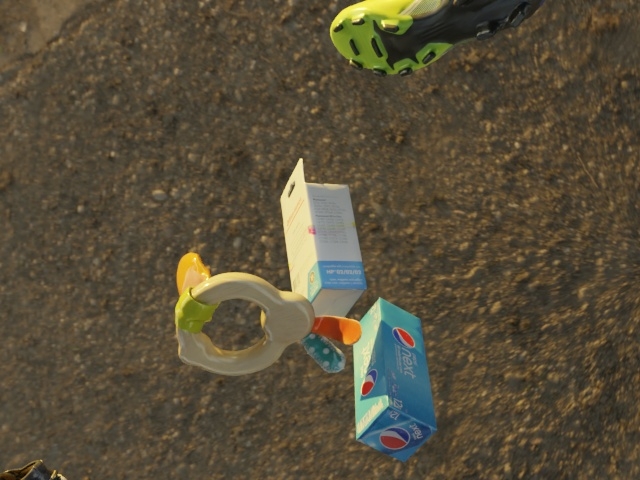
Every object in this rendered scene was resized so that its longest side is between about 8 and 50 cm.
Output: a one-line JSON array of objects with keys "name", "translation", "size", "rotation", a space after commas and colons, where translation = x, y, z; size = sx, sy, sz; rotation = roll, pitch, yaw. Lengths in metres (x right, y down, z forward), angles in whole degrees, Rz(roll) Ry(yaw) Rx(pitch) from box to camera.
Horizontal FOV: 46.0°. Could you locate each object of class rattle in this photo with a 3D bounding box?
[{"name": "rattle", "translation": [-0.064, 0.080, 0.868], "size": [0.199, 0.143, 0.130], "rotation": [-4, 100, -8]}]

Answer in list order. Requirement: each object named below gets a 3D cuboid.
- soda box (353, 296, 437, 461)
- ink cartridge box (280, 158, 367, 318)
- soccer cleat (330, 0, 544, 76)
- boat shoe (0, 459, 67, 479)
[{"name": "soda box", "translation": [0.088, 0.168, 0.945], "size": [0.071, 0.210, 0.067], "rotation": [29, 118, -15]}, {"name": "ink cartridge box", "translation": [0.000, 0.000, 0.940], "size": [0.104, 0.061, 0.181], "rotation": [123, 144, -56]}, {"name": "soccer cleat", "translation": [0.132, -0.261, 0.837], "size": [0.289, 0.093, 0.121], "rotation": [-5, 43, 48]}, {"name": "boat shoe", "translation": [-0.285, 0.230, 0.698], "size": [0.125, 0.046, 0.038], "rotation": [-22, 114, 38]}]
